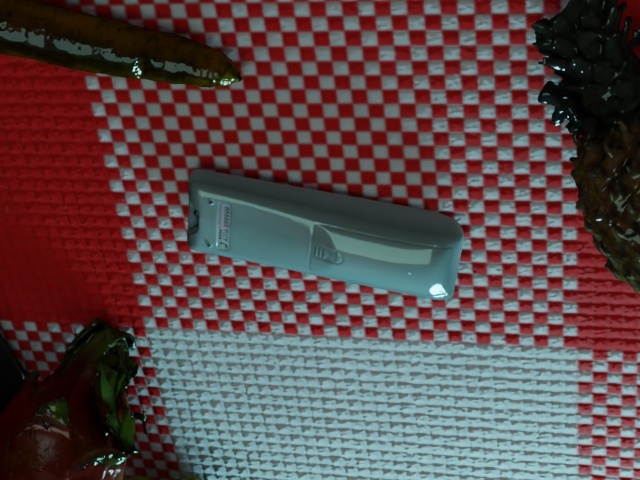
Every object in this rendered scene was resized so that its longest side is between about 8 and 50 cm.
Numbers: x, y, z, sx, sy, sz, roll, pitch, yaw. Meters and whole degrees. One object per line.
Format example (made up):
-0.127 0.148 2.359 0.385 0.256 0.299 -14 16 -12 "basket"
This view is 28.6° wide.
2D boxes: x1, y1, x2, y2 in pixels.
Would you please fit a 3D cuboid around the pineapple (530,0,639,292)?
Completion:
0.270 -0.097 1.119 0.158 0.158 0.279 -26 102 29 "pineapple"

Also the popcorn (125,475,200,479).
-0.183 0.426 1.546 0.247 0.282 0.282 -26 115 26 "popcorn"

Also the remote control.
0.000 -0.001 1.313 0.293 0.051 0.103 12 127 8 "remote control"

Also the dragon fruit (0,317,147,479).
-0.273 0.239 1.427 0.200 0.269 0.198 41 171 15 "dragon fruit"

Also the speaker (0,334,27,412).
-0.499 0.183 1.515 0.231 0.153 0.192 -13 119 23 "speaker"

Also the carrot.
-0.228 -0.198 1.233 0.314 0.066 0.066 12 127 3 "carrot"
